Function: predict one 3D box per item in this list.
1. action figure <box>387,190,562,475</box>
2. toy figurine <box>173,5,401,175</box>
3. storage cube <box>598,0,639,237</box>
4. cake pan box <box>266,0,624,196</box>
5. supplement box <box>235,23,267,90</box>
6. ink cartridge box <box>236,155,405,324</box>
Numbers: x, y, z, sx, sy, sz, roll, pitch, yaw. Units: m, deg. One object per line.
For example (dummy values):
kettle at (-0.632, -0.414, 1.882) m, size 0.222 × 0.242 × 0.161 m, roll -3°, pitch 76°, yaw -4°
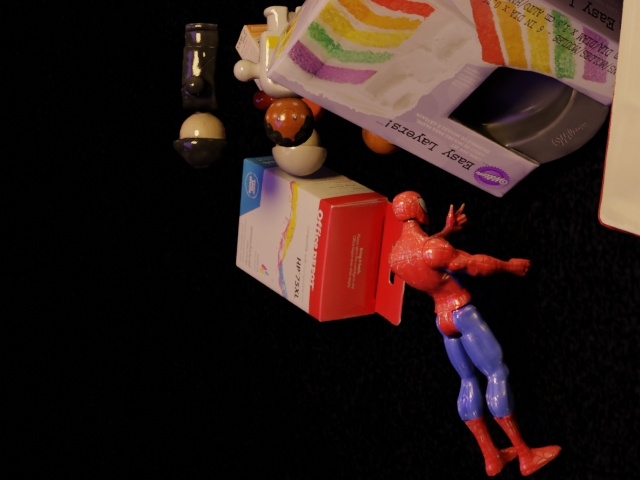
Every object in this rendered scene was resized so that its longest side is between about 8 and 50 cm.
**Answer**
action figure at (0.158, 0.066, 1.432) m, size 0.091 × 0.139 × 0.280 m, roll -14°, pitch 106°, yaw 55°
toy figurine at (-0.027, -0.144, 1.546) m, size 0.209 × 0.213 × 0.148 m, roll -2°, pitch 85°, yaw 46°
storage cube at (0.326, -0.082, 1.020) m, size 0.183 × 0.193 × 0.215 m, roll 28°, pitch 118°, yaw 53°
cake pan box at (0.121, -0.163, 1.295) m, size 0.246 × 0.266 × 0.070 m, roll -41°, pitch 27°, yaw 53°
supplement box at (-0.046, -0.199, 1.713) m, size 0.098 × 0.062 × 0.036 m, roll 60°, pitch 142°, yaw 31°
ink cartridge box at (0.000, 0.000, 1.663) m, size 0.231 × 0.078 × 0.134 m, roll 30°, pitch 120°, yaw 52°
